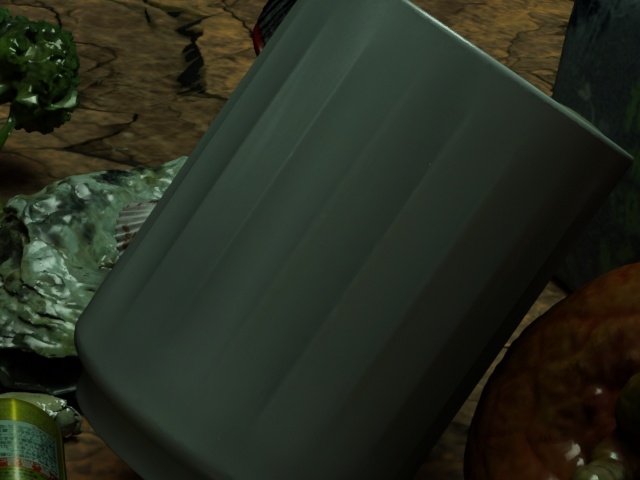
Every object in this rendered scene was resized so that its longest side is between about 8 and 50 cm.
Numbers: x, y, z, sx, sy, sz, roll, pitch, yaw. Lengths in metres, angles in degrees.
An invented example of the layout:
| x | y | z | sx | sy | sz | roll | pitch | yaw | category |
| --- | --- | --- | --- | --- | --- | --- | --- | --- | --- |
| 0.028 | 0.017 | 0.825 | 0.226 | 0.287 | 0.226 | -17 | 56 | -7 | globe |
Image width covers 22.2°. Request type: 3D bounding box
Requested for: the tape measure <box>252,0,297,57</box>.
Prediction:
| x | y | z | sx | sy | sz | roll | pitch | yaw | category |
| --- | --- | --- | --- | --- | --- | --- | --- | --- | --- |
| 0.055 | -0.141 | 1.511 | 0.260 | 0.114 | 0.253 | 41 | 18 | -21 | tape measure |

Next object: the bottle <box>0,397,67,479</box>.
| x | y | z | sx | sy | sz | roll | pitch | yaw | category |
| --- | --- | --- | --- | --- | --- | --- | --- | --- | --- |
| -0.185 | 0.205 | 0.967 | 0.082 | 0.082 | 0.286 | -1 | 29 | -12 | bottle |

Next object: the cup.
| x | y | z | sx | sy | sz | roll | pitch | yaw | category |
| --- | --- | --- | --- | --- | --- | --- | --- | --- | --- |
| 0.000 | 0.000 | 1.082 | 0.237 | 0.327 | 0.323 | 30 | 9 | -23 | cup |

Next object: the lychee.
| x | y | z | sx | sy | sz | roll | pitch | yaw | category |
| --- | --- | --- | --- | --- | --- | --- | --- | --- | --- |
| 0.205 | 0.135 | 1.003 | 0.255 | 0.255 | 0.300 | 33 | 3 | 39 | lychee |

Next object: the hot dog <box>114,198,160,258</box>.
| x | y | z | sx | sy | sz | roll | pitch | yaw | category |
| --- | --- | --- | --- | --- | --- | --- | --- | --- | --- |
| -0.079 | 0.041 | 1.222 | 0.192 | 0.053 | 0.099 | 42 | 40 | -18 | hot dog |

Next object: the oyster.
| x | y | z | sx | sy | sz | roll | pitch | yaw | category |
| --- | --- | --- | --- | --- | --- | --- | --- | --- | --- |
| -0.176 | 0.017 | 1.274 | 0.198 | 0.112 | 0.267 | 8 | 35 | -1 | oyster |

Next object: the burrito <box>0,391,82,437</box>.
| x | y | z | sx | sy | sz | roll | pitch | yaw | category |
| --- | --- | --- | --- | --- | --- | --- | --- | --- | --- |
| -0.240 | 0.133 | 1.133 | 0.149 | 0.041 | 0.055 | -14 | 48 | -39 | burrito |

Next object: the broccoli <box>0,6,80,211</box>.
| x | y | z | sx | sy | sz | roll | pitch | yaw | category |
| --- | --- | --- | --- | --- | --- | --- | --- | --- | --- |
| -0.335 | -0.109 | 1.450 | 0.302 | 0.186 | 0.254 | 43 | 60 | 7 | broccoli |

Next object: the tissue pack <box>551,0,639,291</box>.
| x | y | z | sx | sy | sz | roll | pitch | yaw | category |
| --- | --- | --- | --- | --- | --- | --- | --- | --- | --- |
| 0.331 | -0.027 | 1.281 | 0.124 | 0.288 | 0.394 | -8 | 31 | -29 | tissue pack |
